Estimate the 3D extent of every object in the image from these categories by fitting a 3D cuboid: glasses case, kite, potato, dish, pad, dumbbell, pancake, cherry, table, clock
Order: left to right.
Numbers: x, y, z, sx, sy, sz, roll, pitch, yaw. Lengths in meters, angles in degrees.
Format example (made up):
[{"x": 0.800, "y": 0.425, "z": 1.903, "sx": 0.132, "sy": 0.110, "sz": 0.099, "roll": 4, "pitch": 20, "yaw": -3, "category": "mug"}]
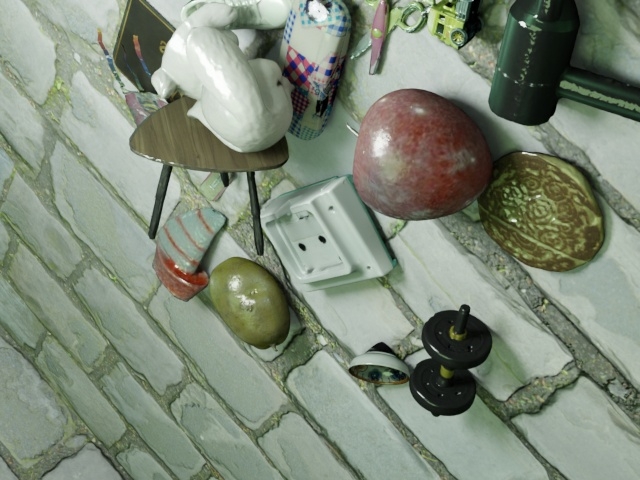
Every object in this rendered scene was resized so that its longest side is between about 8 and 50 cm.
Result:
[{"x": -0.404, "y": -0.330, "z": 2.182, "sx": 0.204, "sy": 0.022, "sz": 0.360, "roll": 19, "pitch": 148, "yaw": 32, "category": "kite"}, {"x": -0.336, "y": -0.372, "z": 2.137, "sx": 0.375, "sy": 0.063, "sz": 0.315, "roll": 43, "pitch": 139, "yaw": 9, "category": "pad"}, {"x": -0.243, "y": -0.126, "z": 2.001, "sx": 0.317, "sy": 0.317, "sz": 0.249, "roll": 29, "pitch": 135, "yaw": 26, "category": "table"}, {"x": -0.163, "y": 0.155, "z": 2.290, "sx": 0.251, "sy": 0.159, "sz": 0.174, "roll": 57, "pitch": 168, "yaw": 12, "category": "potato"}, {"x": -0.021, "y": -0.337, "z": 1.853, "sx": 0.125, "sy": 0.076, "sz": 0.328, "roll": 38, "pitch": 138, "yaw": 21, "category": "glasses case"}, {"x": 0.000, "y": 0.000, "z": 2.051, "sx": 0.262, "sy": 0.116, "sz": 0.231, "roll": -14, "pitch": 109, "yaw": 48, "category": "clock"}, {"x": 0.137, "y": 0.267, "z": 2.156, "sx": 0.141, "sy": 0.078, "sz": 0.141, "roll": 9, "pitch": 155, "yaw": 4, "category": "dish"}, {"x": 0.162, "y": -0.149, "z": 1.715, "sx": 0.285, "sy": 0.213, "sz": 0.236, "roll": 26, "pitch": 142, "yaw": 15, "category": "cherry"}, {"x": 0.265, "y": 0.251, "z": 1.960, "sx": 0.143, "sy": 0.143, "sz": 0.326, "roll": 31, "pitch": 135, "yaw": 24, "category": "dumbbell"}, {"x": 0.390, "y": -0.053, "z": 1.706, "sx": 0.250, "sy": 0.031, "sz": 0.250, "roll": 25, "pitch": 134, "yaw": 29, "category": "pancake"}]

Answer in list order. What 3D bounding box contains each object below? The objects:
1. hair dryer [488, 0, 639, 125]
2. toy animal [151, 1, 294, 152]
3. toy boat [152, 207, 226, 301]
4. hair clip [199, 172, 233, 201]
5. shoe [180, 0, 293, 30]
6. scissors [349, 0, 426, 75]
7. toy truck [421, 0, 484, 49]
[{"x": 0.426, "y": -0.278, "z": 1.474, "sx": 0.302, "sy": 0.116, "sz": 0.244, "roll": 22, "pitch": 132, "yaw": 16, "category": "hair dryer"}, {"x": -0.172, "y": -0.280, "z": 1.828, "sx": 0.265, "sy": 0.206, "sz": 0.272, "roll": 46, "pitch": 156, "yaw": 14, "category": "toy animal"}, {"x": -0.323, "y": 0.003, "z": 2.393, "sx": 0.206, "sy": 0.096, "sz": 0.282, "roll": 54, "pitch": 133, "yaw": 21, "category": "toy boat"}, {"x": -0.242, "y": -0.141, "z": 2.245, "sx": 0.054, "sy": 0.022, "sz": 0.137, "roll": 48, "pitch": 140, "yaw": 4, "category": "hair clip"}, {"x": -0.163, "y": -0.449, "z": 1.883, "sx": 0.264, "sy": 0.110, "sz": 0.095, "roll": 10, "pitch": 124, "yaw": 42, "category": "shoe"}, {"x": 0.109, "y": -0.383, "z": 1.741, "sx": 0.133, "sy": 0.020, "sz": 0.187, "roll": 39, "pitch": 137, "yaw": 9, "category": "scissors"}, {"x": 0.223, "y": -0.409, "z": 1.572, "sx": 0.100, "sy": 0.077, "sz": 0.169, "roll": 29, "pitch": 136, "yaw": 22, "category": "toy truck"}]
